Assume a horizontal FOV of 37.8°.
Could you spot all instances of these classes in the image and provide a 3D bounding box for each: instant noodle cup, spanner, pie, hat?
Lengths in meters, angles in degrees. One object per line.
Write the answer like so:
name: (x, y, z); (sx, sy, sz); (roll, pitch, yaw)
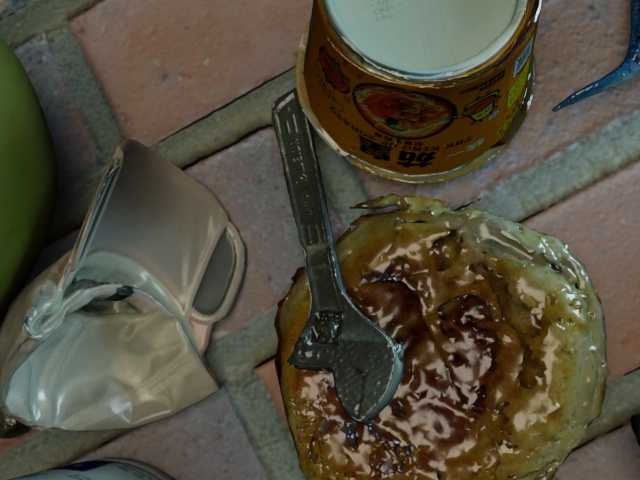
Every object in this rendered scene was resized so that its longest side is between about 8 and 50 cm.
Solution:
instant noodle cup: (0.082, -0.171, 0.757); (0.215, 0.172, 0.216); (0, 77, 2)
spanner: (0.000, 0.000, 0.779); (0.093, 0.026, 0.325); (-21, 59, 15)
pie: (0.099, 0.099, 0.774); (0.308, 0.085, 0.308); (-2, 81, 15)
hat: (-0.182, 0.035, 0.793); (0.164, 0.219, 0.226); (-18, 59, 26)

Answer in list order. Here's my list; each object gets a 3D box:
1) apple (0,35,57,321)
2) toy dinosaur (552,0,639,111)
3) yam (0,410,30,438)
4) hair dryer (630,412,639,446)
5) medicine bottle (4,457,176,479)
apple: (-0.380, -0.046, 0.723); (0.357, 0.357, 0.357); (-1, 83, 9)
toy dinosaur: (0.330, -0.229, 0.789); (0.144, 0.076, 0.329); (24, 85, 18)
yam: (-0.297, 0.135, 0.854); (0.043, 0.043, 0.094); (-40, 77, 2)
hair dryer: (0.365, 0.193, 0.624); (0.244, 0.302, 0.116); (-16, 108, 7)
medicine bottle: (-0.210, 0.267, 0.675); (0.190, 0.332, 0.190); (-1, 83, 9)
